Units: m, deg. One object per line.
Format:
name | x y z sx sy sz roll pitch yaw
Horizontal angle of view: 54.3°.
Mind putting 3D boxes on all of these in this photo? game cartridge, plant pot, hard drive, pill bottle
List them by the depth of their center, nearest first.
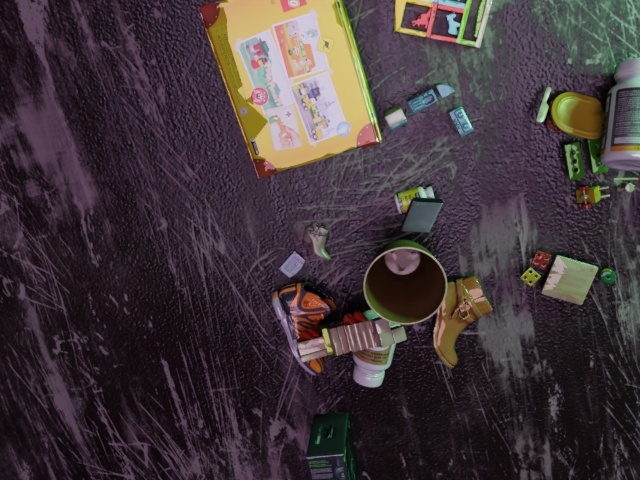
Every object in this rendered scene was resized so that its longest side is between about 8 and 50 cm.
pill bottle | 0.859 -0.339 1.697 0.162 0.162 0.279 8 87 3
plant pot | 0.252 0.095 1.884 0.237 0.254 0.237 2 107 6
hard drive | 0.307 -0.077 1.900 0.094 0.022 0.135 2 139 -11
pill bottle | 0.288 -0.127 1.908 0.116 0.065 0.065 -17 105 10
pill bottle | 0.175 0.355 2.040 0.131 0.131 0.230 11 109 2
game cartridge | -0.090 0.080 2.041 0.056 0.017 0.083 42 107 -4

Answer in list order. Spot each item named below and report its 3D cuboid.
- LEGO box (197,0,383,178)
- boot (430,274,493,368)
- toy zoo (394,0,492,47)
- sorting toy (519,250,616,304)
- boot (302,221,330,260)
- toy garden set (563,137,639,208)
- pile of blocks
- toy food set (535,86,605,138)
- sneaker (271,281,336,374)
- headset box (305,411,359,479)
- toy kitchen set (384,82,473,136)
LEGO box | -0.070 -0.472 1.766 0.372 0.193 0.501 -15 105 11
boot | 0.449 0.259 2.008 0.220 0.109 0.284 -23 97 9
toy zoo | 0.326 -0.665 1.749 0.293 0.030 0.193 11 109 3
sorting toy | 0.762 0.115 1.946 0.274 0.046 0.132 16 109 0
boot | 0.000 0.000 1.992 0.118 0.042 0.087 31 106 -5
toy garden set | 0.850 -0.216 1.833 0.244 0.049 0.204 -13 104 9
pile of blocks | 0.083 0.279 1.922 0.361 0.149 0.113 -14 92 19
toy food set | 0.715 -0.354 1.794 0.217 0.071 0.128 15 77 -4
sneaker | -0.019 0.283 2.042 0.180 0.125 0.321 -22 104 13
headset box | 0.045 0.759 2.126 0.131 0.246 0.283 -8 106 9
toy kitchen set | 0.313 -0.342 1.806 0.207 0.122 0.166 -27 103 14
